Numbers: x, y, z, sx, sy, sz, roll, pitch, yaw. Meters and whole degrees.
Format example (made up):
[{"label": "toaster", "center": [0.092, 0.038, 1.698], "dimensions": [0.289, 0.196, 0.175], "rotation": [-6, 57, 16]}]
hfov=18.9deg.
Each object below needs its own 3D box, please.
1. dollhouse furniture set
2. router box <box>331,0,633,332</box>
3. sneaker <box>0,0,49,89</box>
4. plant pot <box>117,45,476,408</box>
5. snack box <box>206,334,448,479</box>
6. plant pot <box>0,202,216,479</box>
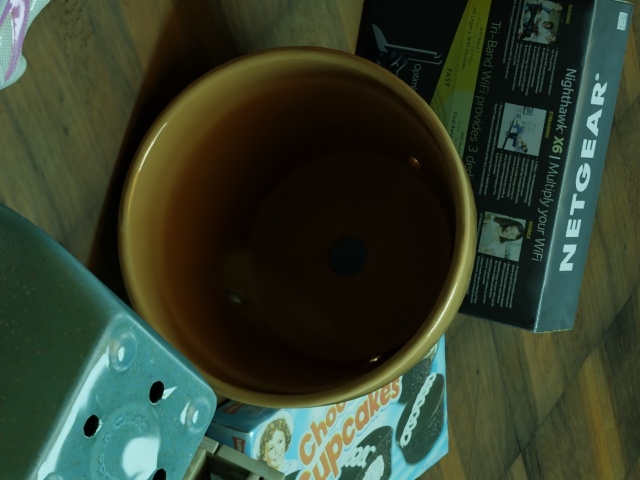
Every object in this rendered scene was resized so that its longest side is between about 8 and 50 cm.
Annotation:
[{"label": "dollhouse furniture set", "center": [-0.115, 0.259, 1.679], "dimensions": [0.129, 0.129, 0.183], "rotation": [-61, 168, -22]}, {"label": "router box", "center": [0.140, -0.090, 1.788], "dimensions": [0.081, 0.243, 0.308], "rotation": [0, 103, -55]}, {"label": "sneaker", "center": [-0.238, -0.213, 1.328], "dimensions": [0.111, 0.103, 0.252], "rotation": [-5, 112, -59]}, {"label": "plant pot", "center": [0.000, 0.000, 1.613], "dimensions": [0.203, 0.291, 0.291], "rotation": [27, 79, -73]}, {"label": "snack box", "center": [0.014, 0.190, 1.871], "dimensions": [0.322, 0.060, 0.187], "rotation": [-32, 127, -46]}, {"label": "plant pot", "center": [-0.225, 0.114, 1.319], "dimensions": [0.247, 0.252, 0.248], "rotation": [-63, 144, -17]}]
